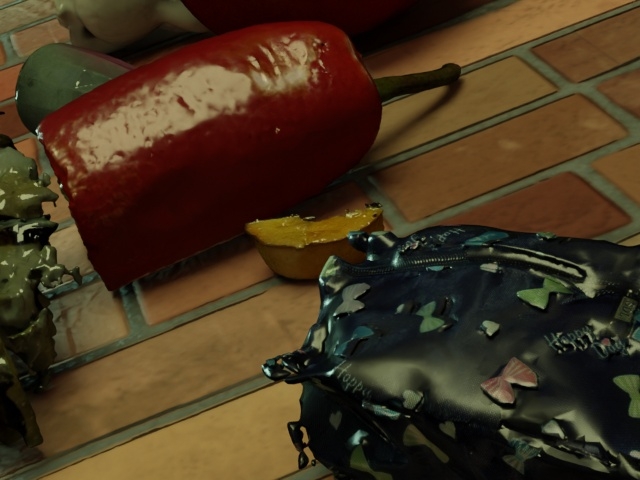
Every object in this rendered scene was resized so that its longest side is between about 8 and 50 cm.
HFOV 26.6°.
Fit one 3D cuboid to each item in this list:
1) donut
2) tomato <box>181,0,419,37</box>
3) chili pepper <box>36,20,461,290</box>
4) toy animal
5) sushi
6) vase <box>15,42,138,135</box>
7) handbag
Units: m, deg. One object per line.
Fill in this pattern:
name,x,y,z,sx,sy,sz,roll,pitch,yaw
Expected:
donut,0.000,0.000,0.902,0.083,0.038,0.067,-24,28,-21
tomato,-0.012,-0.291,1.197,0.298,0.226,0.298,-11,44,11
chili pepper,-0.028,-0.092,0.977,0.338,0.131,0.134,-22,40,-12
toy animal,-0.188,-0.271,1.358,0.178,0.127,0.193,-20,28,-9
sushi,-0.225,0.034,0.891,0.131,0.139,0.291,-13,37,-12
vase,-0.154,-0.109,1.123,0.214,0.086,0.086,15,43,37
handbag,0.107,0.067,0.663,0.260,0.113,0.162,7,44,33
